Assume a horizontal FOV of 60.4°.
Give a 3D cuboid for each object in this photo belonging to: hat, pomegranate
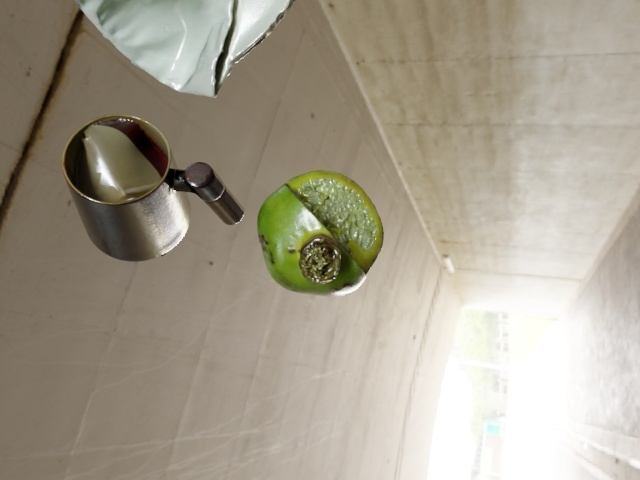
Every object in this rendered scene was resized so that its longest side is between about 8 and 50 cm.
[{"bbox_3d":[-0.183,-0.379,0.773,0.301,0.168,0.258,-42,-47,-4],"label":"hat"},{"bbox_3d":[-0.010,0.005,0.607,0.143,0.122,0.169,48,-149,-18],"label":"pomegranate"}]

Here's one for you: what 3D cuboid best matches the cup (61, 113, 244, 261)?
[{"bbox_3d":[-0.246,-0.086,0.816,0.177,0.239,0.166,109,144,-65],"label":"cup"}]
